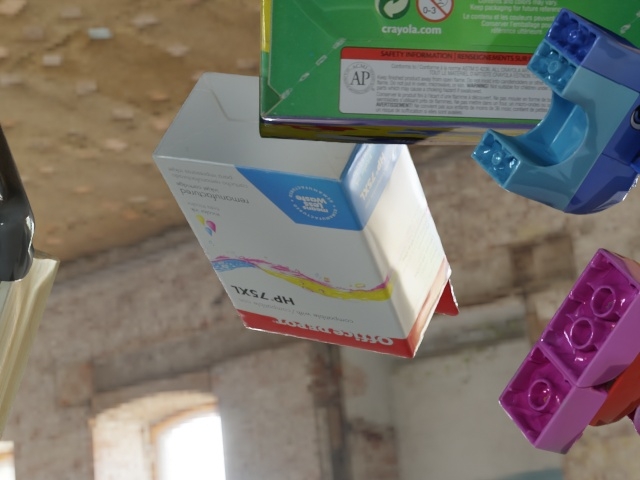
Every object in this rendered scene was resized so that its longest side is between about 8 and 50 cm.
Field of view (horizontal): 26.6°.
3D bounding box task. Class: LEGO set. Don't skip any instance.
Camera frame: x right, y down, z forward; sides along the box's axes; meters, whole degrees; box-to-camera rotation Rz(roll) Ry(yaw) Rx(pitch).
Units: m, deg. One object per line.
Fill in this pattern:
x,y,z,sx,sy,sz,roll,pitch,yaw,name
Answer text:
0.125,-0.054,0.343,0.093,0.087,0.227,18,-68,-34,LEGO set

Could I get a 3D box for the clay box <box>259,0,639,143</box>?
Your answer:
0.040,-0.062,0.507,0.127,0.053,0.222,1,2,-2,clay box

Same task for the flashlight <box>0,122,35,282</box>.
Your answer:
-0.176,-0.080,0.424,0.103,0.304,0.103,-13,-47,-22,flashlight

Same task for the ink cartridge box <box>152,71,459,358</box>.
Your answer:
0.000,0.000,0.890,0.134,0.078,0.231,9,-35,27,ink cartridge box

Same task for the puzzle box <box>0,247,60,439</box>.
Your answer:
-0.327,0.153,0.720,0.272,0.409,0.052,21,4,14,puzzle box
